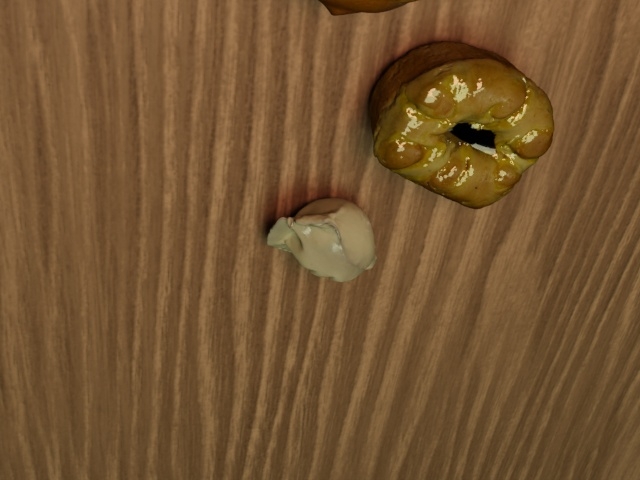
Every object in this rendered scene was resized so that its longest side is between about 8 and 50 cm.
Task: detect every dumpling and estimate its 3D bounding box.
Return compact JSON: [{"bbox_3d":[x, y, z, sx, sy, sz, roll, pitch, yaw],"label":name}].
[{"bbox_3d":[0.000,0.004,1.492,0.155,0.111,0.181,-1,132,23],"label":"dumpling"}]

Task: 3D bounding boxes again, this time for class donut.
[{"bbox_3d":[0.194,-0.164,1.384,0.261,0.128,0.208,24,118,-36],"label":"donut"}]

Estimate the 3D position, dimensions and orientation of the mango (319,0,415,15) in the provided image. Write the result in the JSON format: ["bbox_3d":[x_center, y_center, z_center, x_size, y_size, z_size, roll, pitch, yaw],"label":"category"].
[{"bbox_3d":[0.049,-0.345,1.130,0.287,0.152,0.201,16,119,-44],"label":"mango"}]
